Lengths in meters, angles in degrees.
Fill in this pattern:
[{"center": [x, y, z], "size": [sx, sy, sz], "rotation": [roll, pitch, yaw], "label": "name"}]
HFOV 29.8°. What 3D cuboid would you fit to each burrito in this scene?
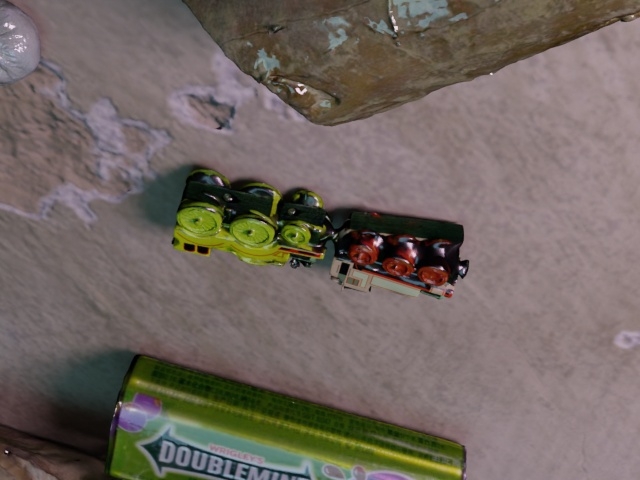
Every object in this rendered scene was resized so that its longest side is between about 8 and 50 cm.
[{"center": [-0.317, 0.256, 1.277], "size": [0.348, 0.107, 0.175], "rotation": [11, 171, 1], "label": "burrito"}]

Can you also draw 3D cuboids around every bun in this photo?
[{"center": [-0.258, -0.152, 0.930], "size": [0.083, 0.045, 0.083], "rotation": [7, 130, 9], "label": "bun"}]

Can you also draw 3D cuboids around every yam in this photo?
[{"center": [0.063, -0.176, 0.745], "size": [0.304, 0.168, 0.168], "rotation": [-18, 126, 27], "label": "yam"}]

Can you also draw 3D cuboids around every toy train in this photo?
[{"center": [0.000, 0.000, 1.008], "size": [0.250, 0.053, 0.085], "rotation": [13, 143, 2], "label": "toy train"}]

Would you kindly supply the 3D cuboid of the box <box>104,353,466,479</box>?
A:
[{"center": [-0.039, 0.220, 1.193], "size": [0.346, 0.097, 0.134], "rotation": [16, 125, 0], "label": "box"}]
